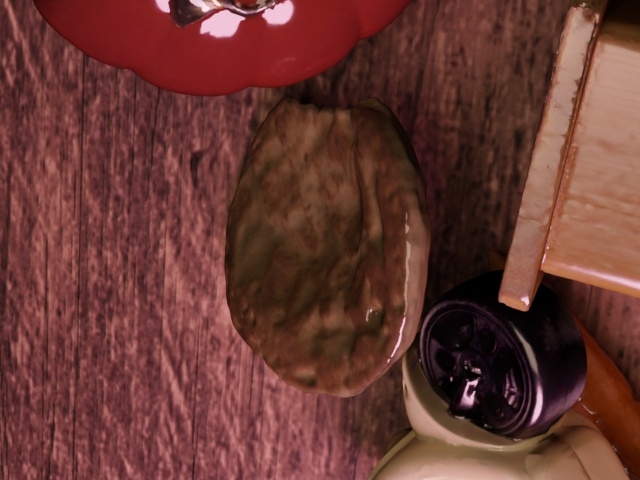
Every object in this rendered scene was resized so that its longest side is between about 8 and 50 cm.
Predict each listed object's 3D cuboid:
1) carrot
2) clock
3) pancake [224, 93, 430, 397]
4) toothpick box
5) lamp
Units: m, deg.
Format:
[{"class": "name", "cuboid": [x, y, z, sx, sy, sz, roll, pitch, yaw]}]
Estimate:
[{"class": "carrot", "cuboid": [0.170, 0.095, 0.849, 0.072, 0.072, 0.205, -36, 82, 28]}, {"class": "clock", "cuboid": [0.138, 0.227, 0.813, 0.276, 0.120, 0.379, -41, 73, 50]}, {"class": "pancake", "cuboid": [0.001, 0.000, 0.853, 0.236, 0.042, 0.222, -21, 72, 52]}, {"class": "toothpick box", "cuboid": [0.280, -0.033, 0.703, 0.308, 0.190, 0.187, 16, 110, 15]}, {"class": "lamp", "cuboid": [-0.061, -0.239, 0.746, 0.303, 0.257, 0.303, -4, 105, -15]}]
